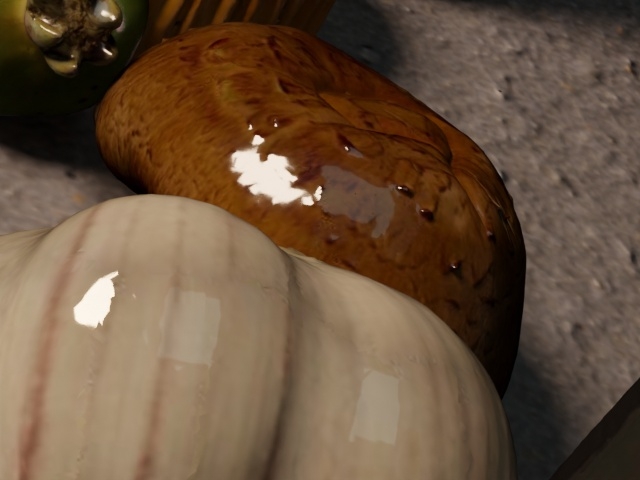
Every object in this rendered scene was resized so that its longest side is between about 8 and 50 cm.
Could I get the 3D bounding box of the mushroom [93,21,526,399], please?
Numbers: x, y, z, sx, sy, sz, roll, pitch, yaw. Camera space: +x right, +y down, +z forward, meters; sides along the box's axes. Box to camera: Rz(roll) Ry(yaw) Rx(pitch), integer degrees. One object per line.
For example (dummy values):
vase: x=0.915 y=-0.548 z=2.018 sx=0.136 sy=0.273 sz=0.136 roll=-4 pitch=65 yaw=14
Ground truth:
mushroom: x=0.007 y=-0.011 z=0.714 sx=0.194 sy=0.138 sz=0.231 roll=-10 pitch=53 yaw=-41

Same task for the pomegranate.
pomegranate: x=-0.125 y=-0.106 z=0.742 sx=0.114 sy=0.115 sz=0.142 roll=6 pitch=12 yaw=-29

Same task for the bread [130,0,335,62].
bread: x=-0.074 y=-0.175 z=0.881 sx=0.199 sy=0.104 sz=0.199 roll=18 pitch=40 yaw=-16

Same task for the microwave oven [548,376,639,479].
microwave oven: x=0.156 y=0.147 z=0.550 sx=0.178 sy=0.247 sz=0.188 roll=18 pitch=40 yaw=-21

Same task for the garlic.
garlic: x=-0.068 y=0.115 z=0.500 sx=0.245 sy=0.245 sz=0.253 roll=19 pitch=74 yaw=-15
